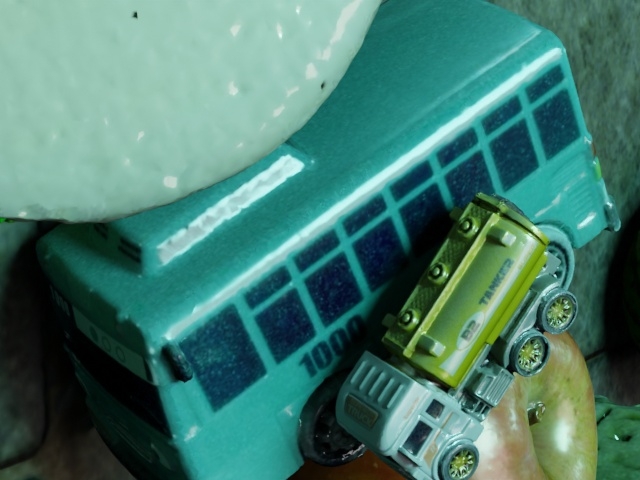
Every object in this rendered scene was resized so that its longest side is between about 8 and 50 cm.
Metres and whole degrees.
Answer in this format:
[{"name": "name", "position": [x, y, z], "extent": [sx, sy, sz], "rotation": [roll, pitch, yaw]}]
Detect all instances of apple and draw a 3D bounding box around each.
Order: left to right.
[{"name": "apple", "position": [0.051, 0.117, 0.872], "extent": [0.199, 0.199, 0.199], "rotation": [-15, 110, -50]}]

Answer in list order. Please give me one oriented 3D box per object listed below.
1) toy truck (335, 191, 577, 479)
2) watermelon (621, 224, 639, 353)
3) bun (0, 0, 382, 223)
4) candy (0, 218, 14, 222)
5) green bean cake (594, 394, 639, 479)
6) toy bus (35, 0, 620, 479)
[{"name": "toy truck", "position": [0.057, 0.043, 0.702], "extent": [0.063, 0.052, 0.123], "rotation": [36, 86, -39]}, {"name": "watermelon", "position": [0.311, 0.040, 1.169], "extent": [0.214, 0.188, 0.188], "rotation": [-61, 141, -46]}, {"name": "bun", "position": [-0.105, -0.146, 0.616], "extent": [0.263, 0.175, 0.263], "rotation": [-2, 101, -10]}, {"name": "candy", "position": [-0.186, -0.015, 0.644], "extent": [0.178, 0.032, 0.102], "rotation": [-41, 132, -42]}, {"name": "green bean cake", "position": [0.177, 0.197, 1.002], "extent": [0.222, 0.227, 0.124], "rotation": [-39, 129, -41]}, {"name": "toy bus", "position": [0.000, 0.000, 0.757], "extent": [0.256, 0.128, 0.147], "rotation": [-36, 128, -19]}]
